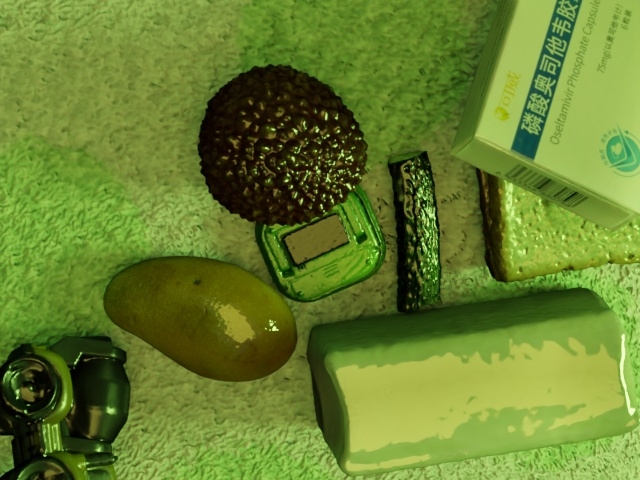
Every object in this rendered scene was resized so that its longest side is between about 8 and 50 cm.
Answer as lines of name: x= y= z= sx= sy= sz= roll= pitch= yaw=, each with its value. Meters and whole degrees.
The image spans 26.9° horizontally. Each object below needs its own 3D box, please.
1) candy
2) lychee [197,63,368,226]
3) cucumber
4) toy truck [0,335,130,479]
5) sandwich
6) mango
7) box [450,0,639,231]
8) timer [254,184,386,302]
candy: x=0.170 y=0.153 z=1.515 sx=0.358 sy=0.208 sz=0.145 roll=-8 pitch=96 yaw=-3
lychee: x=-0.039 y=-0.099 z=1.442 sx=0.188 sy=0.188 sz=0.188 roll=-1 pitch=102 yaw=-5
cucumber: x=0.110 y=-0.011 z=1.549 sx=0.058 sy=0.058 sz=0.187 roll=-5 pitch=103 yaw=-5
toy truck: x=-0.286 y=0.220 z=1.496 sx=0.165 sy=0.147 sz=0.224 roll=-4 pitch=75 yaw=-24
sandwich: x=0.317 y=-0.086 z=1.530 sx=0.288 sy=0.099 sz=0.254 roll=-5 pitch=103 yaw=-4
mango: x=-0.135 y=0.085 z=1.527 sx=0.227 sy=0.099 sz=0.136 roll=18 pitch=106 yaw=0
box: x=0.282 y=-0.203 z=1.435 sx=0.200 sy=0.065 sz=0.343 roll=24 pitch=66 yaw=-9
timer: x=0.000 y=0.000 z=1.544 sx=0.140 sy=0.047 sz=0.128 roll=-23 pitch=102 yaw=-1
